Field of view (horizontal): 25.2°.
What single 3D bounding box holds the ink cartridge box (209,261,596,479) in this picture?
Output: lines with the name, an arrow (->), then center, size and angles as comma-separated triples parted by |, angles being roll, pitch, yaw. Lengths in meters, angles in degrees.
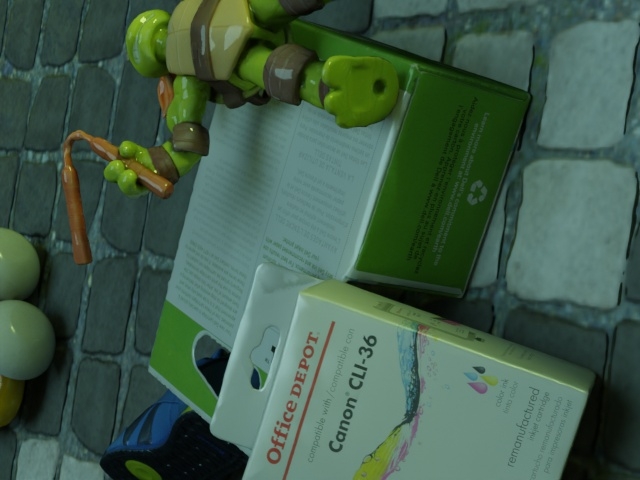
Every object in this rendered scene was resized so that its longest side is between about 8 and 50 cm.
ink cartridge box -> 0.034, 0.094, 0.767 | 0.198, 0.067, 0.115 | 19, 99, 13

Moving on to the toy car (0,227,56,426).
toy car -> -0.327, 0.080, 1.268 | 0.159, 0.136, 0.182 | -47, 48, 36

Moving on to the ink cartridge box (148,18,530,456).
ink cartridge box -> 0.000, 0.000, 0.899 | 0.189, 0.097, 0.255 | 29, 106, 51

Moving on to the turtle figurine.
turtle figurine -> -0.051, -0.106, 0.837 | 0.217, 0.087, 0.269 | 5, 76, 44

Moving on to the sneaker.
sneaker -> -0.089, 0.130, 1.021 | 0.209, 0.069, 0.082 | -37, 20, 52
